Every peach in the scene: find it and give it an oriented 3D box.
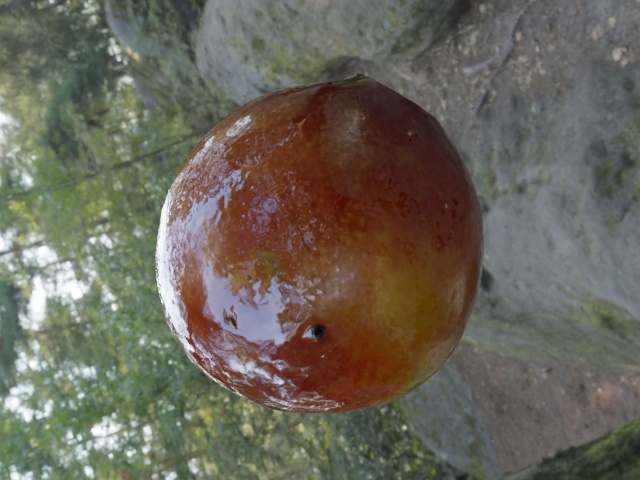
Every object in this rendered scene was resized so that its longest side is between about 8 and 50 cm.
[{"bbox_3d":[0.000,0.000,0.847,0.388,0.388,0.388,160,90,-80],"label":"peach"}]
